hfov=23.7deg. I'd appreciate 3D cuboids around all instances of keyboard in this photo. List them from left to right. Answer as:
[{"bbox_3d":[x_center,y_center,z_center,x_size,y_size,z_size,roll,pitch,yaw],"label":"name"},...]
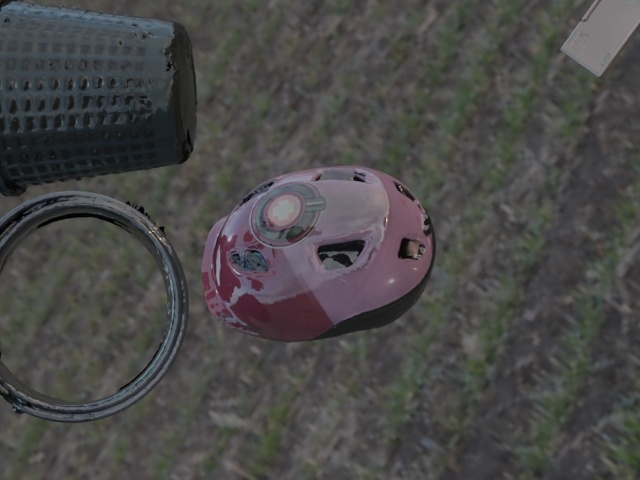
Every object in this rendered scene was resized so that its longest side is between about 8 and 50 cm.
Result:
[{"bbox_3d":[0.284,-0.227,1.378,0.055,0.017,0.166,42,102,31],"label":"keyboard"}]

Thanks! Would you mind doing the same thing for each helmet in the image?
[{"bbox_3d":[0.000,0.000,1.657,0.154,0.253,0.198,100,171,-60],"label":"helmet"}]

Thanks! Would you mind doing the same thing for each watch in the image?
[{"bbox_3d":[-0.331,0.061,1.893,0.314,0.327,0.335,152,105,-80],"label":"watch"}]

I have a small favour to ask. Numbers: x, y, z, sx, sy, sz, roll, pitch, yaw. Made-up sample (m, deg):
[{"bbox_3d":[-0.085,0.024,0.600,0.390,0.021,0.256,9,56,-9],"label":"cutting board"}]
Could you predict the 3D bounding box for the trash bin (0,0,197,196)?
[{"bbox_3d":[-0.187,-0.124,1.280,0.175,0.161,0.175,-1,-90,-88],"label":"trash bin"}]
